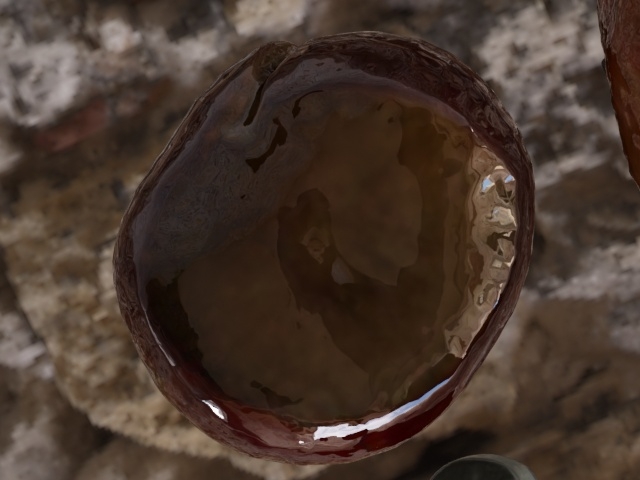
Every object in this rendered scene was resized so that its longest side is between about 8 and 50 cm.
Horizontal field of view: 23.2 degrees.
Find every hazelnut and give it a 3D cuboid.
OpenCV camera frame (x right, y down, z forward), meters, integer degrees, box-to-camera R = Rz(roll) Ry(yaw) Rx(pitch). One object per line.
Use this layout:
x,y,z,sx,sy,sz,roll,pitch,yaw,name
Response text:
0.000,0.000,1.425,0.409,0.359,0.359,-57,-158,-12,hazelnut

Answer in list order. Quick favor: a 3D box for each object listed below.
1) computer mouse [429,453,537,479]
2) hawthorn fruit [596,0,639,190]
0.148,0.310,1.497,0.128,0.079,0.231,0,-122,28,computer mouse
0.308,-0.139,0.828,0.285,0.285,0.369,-31,161,-25,hawthorn fruit
